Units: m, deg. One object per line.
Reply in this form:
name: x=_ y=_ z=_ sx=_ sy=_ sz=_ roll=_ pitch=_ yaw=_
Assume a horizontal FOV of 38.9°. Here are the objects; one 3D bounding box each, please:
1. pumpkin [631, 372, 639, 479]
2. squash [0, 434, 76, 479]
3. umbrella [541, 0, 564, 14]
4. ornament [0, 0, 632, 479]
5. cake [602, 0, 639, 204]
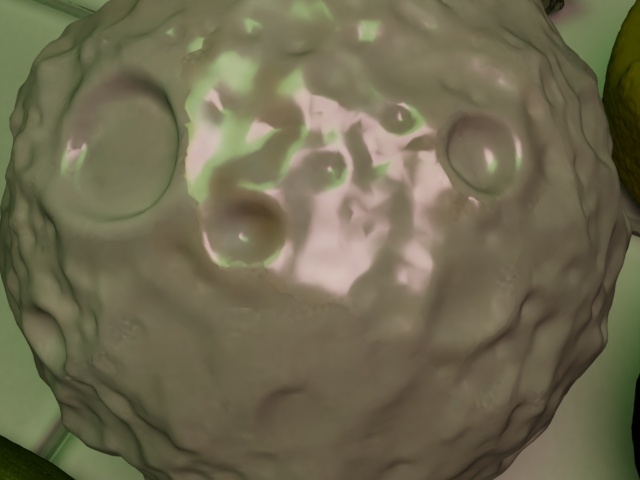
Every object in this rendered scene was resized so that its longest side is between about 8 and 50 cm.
pumpkin: x=0.316 y=0.119 z=0.456 sx=0.321 sy=0.192 sz=0.320 roll=-4 pitch=59 yaw=6
squash: x=-0.170 y=0.190 z=0.567 sx=0.318 sy=0.071 sz=0.080 roll=31 pitch=40 yaw=24
umbrella: x=0.153 y=-0.218 z=0.757 sx=0.144 sy=0.062 sz=0.067 roll=3 pitch=96 yaw=22
ornament: x=0.000 y=0.000 z=0.507 sx=0.337 sy=0.337 sz=0.337 roll=-4 pitch=60 yaw=7
cake: x=0.328 y=-0.091 z=0.604 sx=0.261 sy=0.156 sz=0.179 roll=-11 pitch=53 yaw=6
